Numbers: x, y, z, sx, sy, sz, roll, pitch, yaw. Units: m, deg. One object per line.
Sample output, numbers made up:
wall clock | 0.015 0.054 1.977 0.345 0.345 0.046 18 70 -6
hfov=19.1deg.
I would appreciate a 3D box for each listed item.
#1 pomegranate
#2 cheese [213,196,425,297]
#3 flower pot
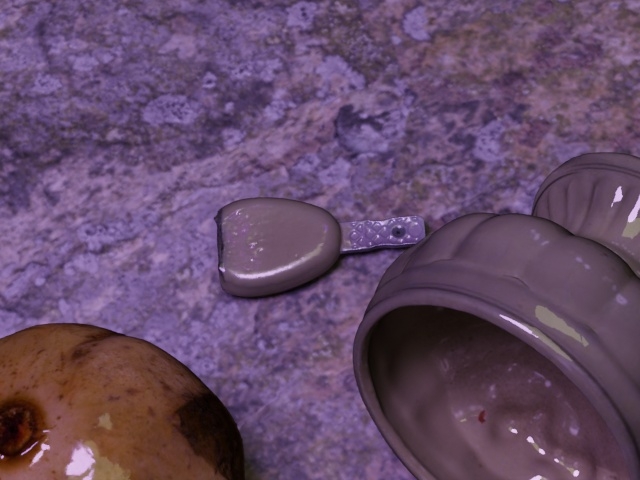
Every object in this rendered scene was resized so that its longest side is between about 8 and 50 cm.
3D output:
pomegranate | -0.196 0.202 1.547 0.281 0.281 0.281 -3 64 7
cheese | 0.000 0.000 1.735 0.192 0.037 0.097 -6 65 6
flower pot | 0.206 0.084 1.539 0.307 0.307 0.244 33 56 21
